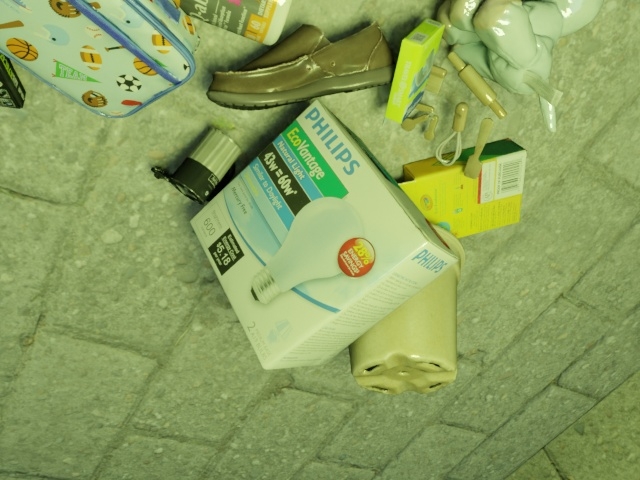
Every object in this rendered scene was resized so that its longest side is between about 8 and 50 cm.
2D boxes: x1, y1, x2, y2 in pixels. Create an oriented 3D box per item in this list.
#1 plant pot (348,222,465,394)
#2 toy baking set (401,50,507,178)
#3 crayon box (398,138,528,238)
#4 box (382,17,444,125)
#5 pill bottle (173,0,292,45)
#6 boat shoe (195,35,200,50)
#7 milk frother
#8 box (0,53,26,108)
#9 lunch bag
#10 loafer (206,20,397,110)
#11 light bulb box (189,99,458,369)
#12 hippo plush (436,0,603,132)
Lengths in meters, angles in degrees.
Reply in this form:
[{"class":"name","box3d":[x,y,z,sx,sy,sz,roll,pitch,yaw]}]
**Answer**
[{"class":"plant pot","box3d":[0.183,0.173,1.045,0.334,0.305,0.334,2,143,1]},{"class":"toy baking set","box3d":[0.276,-0.254,0.933,0.256,0.030,0.197,44,142,-1]},{"class":"crayon box","box3d":[0.319,-0.105,1.087,0.319,0.081,0.202,-14,126,-4]},{"class":"box","box3d":[0.172,-0.307,0.854,0.042,0.109,0.178,28,143,16]},{"class":"pill bottle","box3d":[-0.180,-0.428,0.700,0.278,0.162,0.162,14,119,-17]},{"class":"boat shoe","box3d":[-0.333,-0.371,0.748,0.258,0.095,0.084,26,110,-26]},{"class":"milk frother","box3d":[-0.254,-0.158,0.917,0.143,0.129,0.134,33,75,1]},{"class":"box","box3d":[-0.600,-0.289,0.714,0.191,0.045,0.184,5,162,-16]},{"class":"lunch bag","box3d":[-0.338,-0.320,0.641,0.243,0.115,0.303,-15,152,27]},{"class":"loafer","box3d":[-0.036,-0.327,0.843,0.366,0.134,0.130,-15,106,-15]},{"class":"light bulb box","box3d":[0.000,0.000,0.887,0.361,0.358,0.225,-41,154,15]},{"class":"hippo plush","box3d":[0.378,-0.403,0.793,0.236,0.294,0.234,-46,153,7]}]
